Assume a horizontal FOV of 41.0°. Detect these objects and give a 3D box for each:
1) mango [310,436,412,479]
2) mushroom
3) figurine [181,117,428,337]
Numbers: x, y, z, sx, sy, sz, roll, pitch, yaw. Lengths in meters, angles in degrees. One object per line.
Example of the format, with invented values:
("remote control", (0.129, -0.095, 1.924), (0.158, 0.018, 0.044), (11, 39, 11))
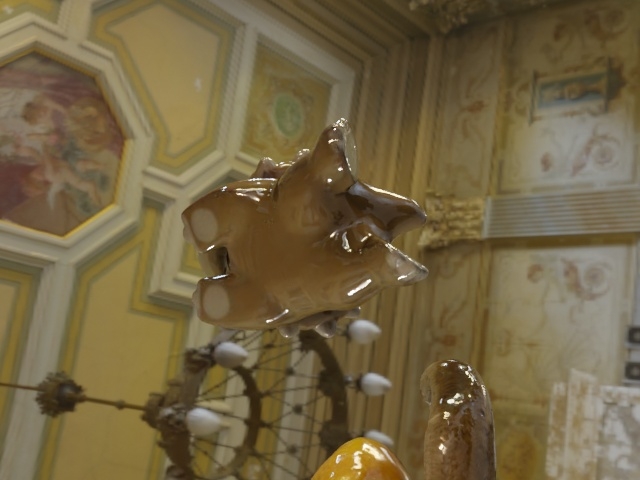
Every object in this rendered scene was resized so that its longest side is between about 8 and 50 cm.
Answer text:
("mango", (0.021, 0.237, 0.523), (0.147, 0.109, 0.227), (43, -131, -70))
("mushroom", (0.134, 0.184, 0.836), (0.210, 0.072, 0.094), (-78, -21, -65))
("figurine", (-0.005, -0.002, 0.795), (0.173, 0.247, 0.177), (-11, -108, -54))
